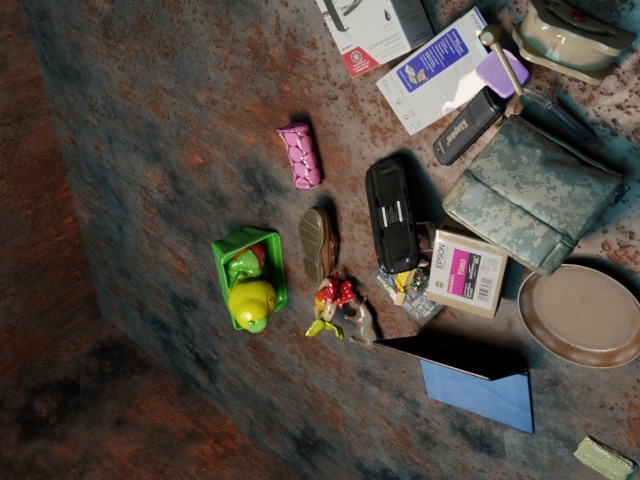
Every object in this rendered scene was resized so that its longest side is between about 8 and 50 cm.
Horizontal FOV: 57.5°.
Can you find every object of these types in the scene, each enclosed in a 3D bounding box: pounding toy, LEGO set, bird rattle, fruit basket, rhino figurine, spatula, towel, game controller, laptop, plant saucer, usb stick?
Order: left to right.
[{"bbox_3d":[-0.239,0.174,2.146,0.392,0.283,0.392,41,145,37],"label":"fruit basket"},{"bbox_3d":[0.020,0.212,2.014,0.207,0.143,0.253,-119,35,-63],"label":"bird rattle"},{"bbox_3d":[0.141,0.273,2.021,0.106,0.073,0.243,6,116,48],"label":"rhino figurine"},{"bbox_3d":[0.197,-0.068,1.597,0.166,0.067,0.319,-17,79,51],"label":"game controller"},{"bbox_3d":[0.268,0.044,1.647,0.132,0.107,0.286,-172,78,-66],"label":"LEGO set"},{"bbox_3d":[0.409,0.449,1.774,0.382,0.408,0.236,10,92,40],"label":"laptop"},{"bbox_3d":[0.341,-0.261,1.364,0.077,0.045,0.278,60,158,10],"label":"usb stick"},{"bbox_3d":[0.463,-0.294,1.226,0.297,0.030,0.084,33,138,-8],"label":"spatula"},{"bbox_3d":[0.449,-0.378,1.148,0.270,0.154,0.154,23,137,5],"label":"pounding toy"},{"bbox_3d":[0.652,0.181,1.456,0.311,0.050,0.310,27,137,28],"label":"plant saucer"},{"bbox_3d":[0.813,0.633,1.673,0.148,0.027,0.110,29,138,26],"label":"towel"}]

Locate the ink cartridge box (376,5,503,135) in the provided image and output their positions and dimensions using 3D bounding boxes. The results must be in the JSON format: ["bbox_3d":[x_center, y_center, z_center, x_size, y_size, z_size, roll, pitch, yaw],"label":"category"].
[{"bbox_3d":[0.290,-0.387,1.352,0.333,0.065,0.165,-24,102,52],"label":"ink cartridge box"}]

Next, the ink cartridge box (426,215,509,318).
[{"bbox_3d":[0.396,0.073,1.554,0.193,0.088,0.234,15,125,22],"label":"ink cartridge box"}]

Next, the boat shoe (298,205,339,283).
[{"bbox_3d":[0.000,0.000,1.924,0.111,0.104,0.307,37,142,31],"label":"boat shoe"}]

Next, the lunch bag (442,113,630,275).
[{"bbox_3d":[0.468,-0.105,1.283,0.305,0.213,0.256,38,114,18],"label":"lunch bag"}]

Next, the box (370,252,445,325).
[{"bbox_3d":[0.283,0.127,1.771,0.233,0.059,0.183,44,139,10],"label":"box"}]

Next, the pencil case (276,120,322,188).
[{"bbox_3d":[-0.062,-0.258,1.786,0.098,0.095,0.209,-10,115,10],"label":"pencil case"}]

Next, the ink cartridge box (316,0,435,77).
[{"bbox_3d":[0.112,-0.550,1.357,0.197,0.114,0.272,-11,111,49],"label":"ink cartridge box"}]
